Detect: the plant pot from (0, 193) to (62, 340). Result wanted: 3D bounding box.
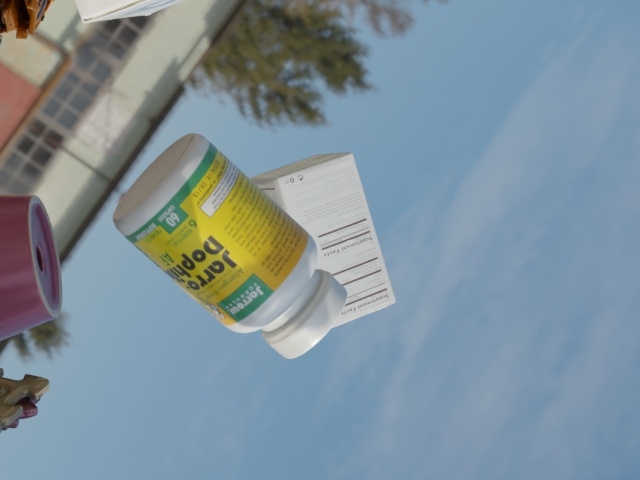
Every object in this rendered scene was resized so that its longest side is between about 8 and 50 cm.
[{"bbox_3d":[-0.366,0.032,1.339,0.180,0.201,0.201,-10,-158,-1],"label":"plant pot"}]

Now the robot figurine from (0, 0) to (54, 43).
[{"bbox_3d":[-0.364,-0.366,1.564,0.291,0.085,0.211,98,6,-50],"label":"robot figurine"}]

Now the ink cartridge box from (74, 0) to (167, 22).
[{"bbox_3d":[-0.223,-0.366,1.522,0.114,0.198,0.273,-19,-172,10],"label":"ink cartridge box"}]

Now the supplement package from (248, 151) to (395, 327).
[{"bbox_3d":[0.000,0.000,2.027,0.134,0.244,0.139,-20,-170,-21],"label":"supplement package"}]

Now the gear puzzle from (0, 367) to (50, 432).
[{"bbox_3d":[-0.425,0.146,1.165,0.175,0.339,0.044,-48,144,-60],"label":"gear puzzle"}]

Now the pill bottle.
[{"bbox_3d":[-0.078,0.010,1.205,0.117,0.208,0.117,-42,-162,16],"label":"pill bottle"}]
